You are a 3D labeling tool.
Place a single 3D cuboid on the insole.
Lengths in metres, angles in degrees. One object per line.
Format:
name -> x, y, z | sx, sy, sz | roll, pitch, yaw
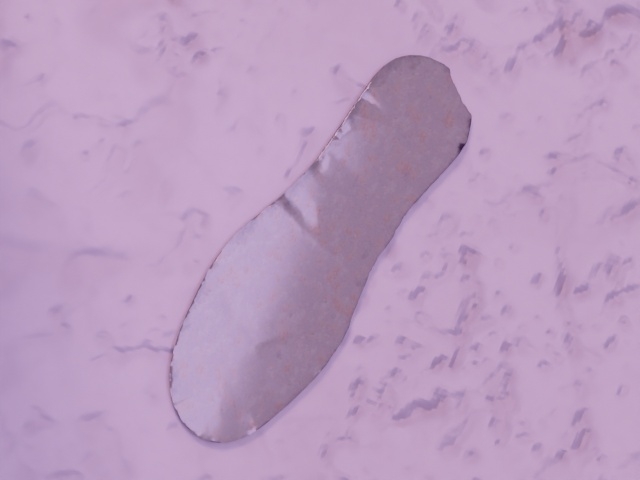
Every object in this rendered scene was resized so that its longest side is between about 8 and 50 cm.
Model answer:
insole -> 0.000, 0.000, 0.687 | 0.065, 0.004, 0.197 | 38, 75, -11
